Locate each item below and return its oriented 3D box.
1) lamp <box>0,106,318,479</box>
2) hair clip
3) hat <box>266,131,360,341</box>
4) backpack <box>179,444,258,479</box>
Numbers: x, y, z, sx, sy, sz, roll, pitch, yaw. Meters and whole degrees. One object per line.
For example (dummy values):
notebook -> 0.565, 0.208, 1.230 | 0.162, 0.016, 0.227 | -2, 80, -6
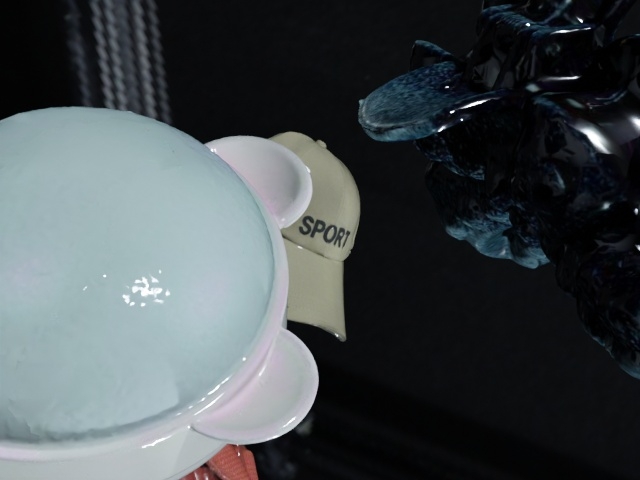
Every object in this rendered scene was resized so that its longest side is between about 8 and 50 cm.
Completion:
lamp -> -0.125, 0.017, 0.610 | 0.246, 0.179, 0.108 | -4, -45, 2
hair clip -> 0.146, -0.049, 0.857 | 0.206, 0.194, 0.310 | 57, -7, -25
hat -> 0.000, 0.000, 1.297 | 0.085, 0.147, 0.175 | -43, -136, 35
backpack -> -0.108, 0.129, 0.758 | 0.229, 0.139, 0.229 | 23, -62, 52
